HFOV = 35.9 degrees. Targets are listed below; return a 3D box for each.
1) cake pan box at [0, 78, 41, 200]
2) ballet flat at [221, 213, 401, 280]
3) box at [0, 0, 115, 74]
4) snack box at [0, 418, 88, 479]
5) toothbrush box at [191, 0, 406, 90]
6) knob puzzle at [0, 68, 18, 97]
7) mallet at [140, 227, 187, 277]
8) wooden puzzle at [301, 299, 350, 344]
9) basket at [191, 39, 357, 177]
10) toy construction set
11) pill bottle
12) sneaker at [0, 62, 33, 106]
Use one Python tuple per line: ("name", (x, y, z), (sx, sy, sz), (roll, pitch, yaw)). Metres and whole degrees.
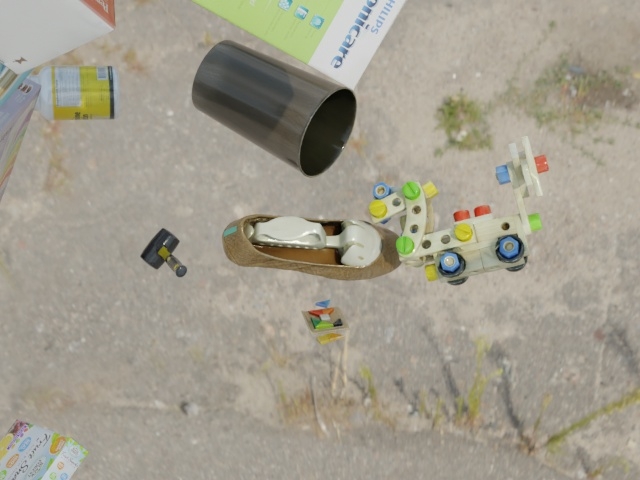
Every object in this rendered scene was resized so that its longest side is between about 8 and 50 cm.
("cake pan box", (-0.527, -0.103, 1.494), (0.070, 0.246, 0.267), (23, 28, -8))
("ballet flat", (0.000, 0.000, 1.739), (0.342, 0.124, 0.116), (7, 69, -12))
("box", (-0.218, -0.227, 0.683), (0.091, 0.130, 0.171), (-19, 63, 20))
("snack box", (-0.354, 0.275, 1.192), (0.141, 0.037, 0.100), (3, 53, 47))
("toothbrush box", (-0.078, -0.290, 1.014), (0.122, 0.283, 0.206), (-58, 24, 12))
("knob puzzle", (-0.333, -0.074, 0.845), (0.030, 0.213, 0.213), (39, 62, -20))
("mallet", (-0.232, 0.033, 1.472), (0.062, 0.039, 0.190), (-49, 22, 3))
("wooden puzzle", (0.009, 0.136, 1.693), (0.078, 0.014, 0.116), (-7, 32, -21))
("basket", (-0.080, -0.220, 1.587), (0.226, 0.204, 0.154), (28, 95, 16))
("toy construction set", (0.247, -0.044, 1.682), (0.327, 0.151, 0.215), (-20, 69, 27))
("pill bottle", (-0.472, -0.278, 1.857), (0.184, 0.103, 0.103), (-3, 58, -13))
("sneaker", (-0.406, -0.305, 1.188), (0.127, 0.208, 0.319), (38, 94, 28))
